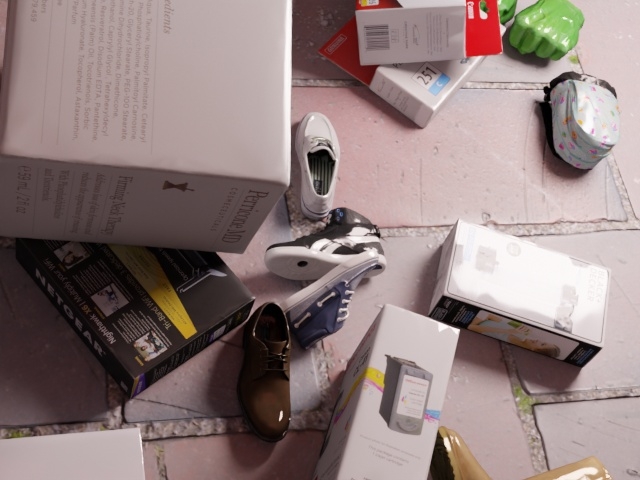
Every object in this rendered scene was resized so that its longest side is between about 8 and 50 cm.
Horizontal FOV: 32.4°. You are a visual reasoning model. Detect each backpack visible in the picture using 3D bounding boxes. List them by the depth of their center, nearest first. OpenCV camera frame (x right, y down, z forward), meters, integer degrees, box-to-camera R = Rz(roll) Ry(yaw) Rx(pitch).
[{"bbox_3d":[0.508,-0.231,2.128,0.151,0.115,0.182,14,59,-10],"label":"backpack"}]

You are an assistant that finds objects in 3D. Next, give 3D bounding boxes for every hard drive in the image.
[{"bbox_3d":[-0.404,0.379,1.542,0.318,0.040,0.210,-2,60,-17],"label":"hard drive"}]

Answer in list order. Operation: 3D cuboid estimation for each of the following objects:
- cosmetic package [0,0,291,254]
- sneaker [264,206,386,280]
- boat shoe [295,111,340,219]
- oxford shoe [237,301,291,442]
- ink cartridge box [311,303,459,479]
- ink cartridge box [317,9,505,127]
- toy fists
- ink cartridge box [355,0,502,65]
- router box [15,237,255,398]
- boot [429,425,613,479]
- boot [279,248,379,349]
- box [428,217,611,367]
[{"bbox_3d":[-0.268,-0.192,1.625,0.393,0.329,0.328,5,71,-15],"label":"cosmetic package"},{"bbox_3d":[0.000,0.000,1.873,0.216,0.079,0.121,4,55,-23],"label":"sneaker"},{"bbox_3d":[0.003,-0.147,1.958,0.083,0.076,0.226,3,58,-14],"label":"boat shoe"},{"bbox_3d":[-0.083,0.199,1.711,0.082,0.096,0.227,2,60,-17],"label":"oxford shoe"},{"bbox_3d":[0.085,0.284,1.627,0.131,0.226,0.306,20,55,-4],"label":"ink cartridge box"},{"bbox_3d":[0.183,-0.394,2.168,0.261,0.066,0.296,36,57,7],"label":"ink cartridge box"},{"bbox_3d":[0.400,-0.468,2.259,0.279,0.096,0.142,36,47,10],"label":"toy fists"},{"bbox_3d":[0.207,-0.486,2.115,0.271,0.130,0.310,-2,47,5],"label":"ink cartridge box"},{"bbox_3d":[-0.294,0.059,1.746,0.243,0.081,0.309,-33,72,-30],"label":"router box"},{"bbox_3d":[0.319,0.381,1.721,0.269,0.089,0.236,-10,73,-21],"label":"boot"},{"bbox_3d":[0.030,0.097,1.797,0.190,0.069,0.086,-33,76,3],"label":"boot"},{"bbox_3d":[0.346,0.090,1.901,0.289,0.087,0.169,20,56,-3],"label":"box"}]
